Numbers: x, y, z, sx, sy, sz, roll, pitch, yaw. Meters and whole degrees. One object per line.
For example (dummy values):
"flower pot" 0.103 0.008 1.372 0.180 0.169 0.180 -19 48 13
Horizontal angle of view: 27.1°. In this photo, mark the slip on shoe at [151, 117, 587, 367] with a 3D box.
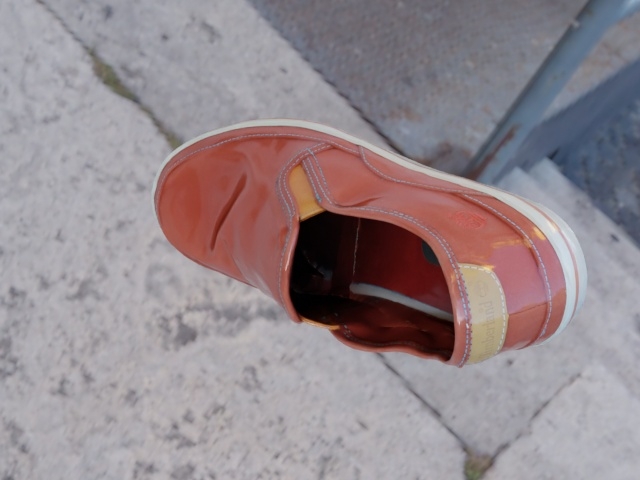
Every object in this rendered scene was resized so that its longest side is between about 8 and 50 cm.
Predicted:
"slip on shoe" 0.000 0.000 0.812 0.331 0.123 0.101 17 30 42
